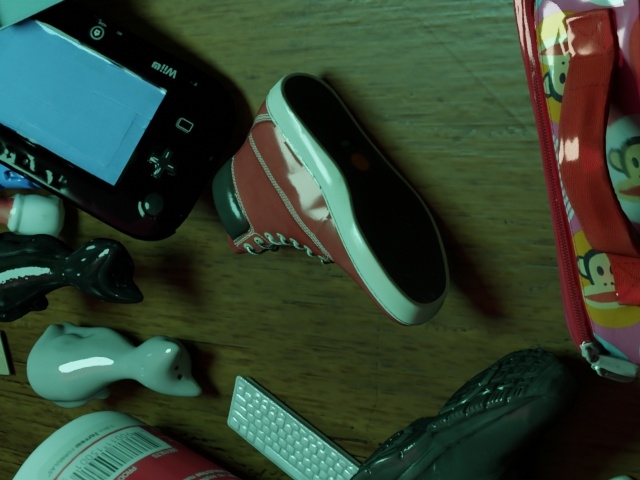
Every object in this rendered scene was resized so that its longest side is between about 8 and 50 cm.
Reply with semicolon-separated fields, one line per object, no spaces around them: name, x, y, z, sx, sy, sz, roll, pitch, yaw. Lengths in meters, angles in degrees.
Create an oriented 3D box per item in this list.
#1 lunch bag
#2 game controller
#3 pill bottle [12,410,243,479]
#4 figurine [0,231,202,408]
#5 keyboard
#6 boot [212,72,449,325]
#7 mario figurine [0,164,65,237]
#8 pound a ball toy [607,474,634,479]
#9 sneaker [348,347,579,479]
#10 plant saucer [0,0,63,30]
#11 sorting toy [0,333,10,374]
lunch bag;0.222;-0.065;0.841;0.120;0.258;0.293;-1;106;41
game controller;-0.238;-0.133;1.268;0.319;0.067;0.166;29;98;9
pill bottle;-0.110;0.347;1.315;0.408;0.229;0.229;25;122;32
figurine;-0.235;0.083;1.388;0.210;0.092;0.214;-3;128;37
keyboard;0.006;0.226;1.314;0.256;0.014;0.072;35;127;26
boot;0.000;0.000;1.183;0.244;0.088;0.176;57;134;19
mario figurine;-0.358;-0.110;1.451;0.321;0.170;0.198;-4;68;31
pound a ball toy;0.215;0.336;1.044;0.319;0.208;0.136;54;132;10
sneaker;0.138;0.188;1.138;0.130;0.109;0.286;50;141;6
plant saucer;-0.227;-0.256;1.246;0.192;0.018;0.067;-23;77;10
sorting toy;-0.398;0.120;1.622;0.062;0.012;0.083;0;107;38
